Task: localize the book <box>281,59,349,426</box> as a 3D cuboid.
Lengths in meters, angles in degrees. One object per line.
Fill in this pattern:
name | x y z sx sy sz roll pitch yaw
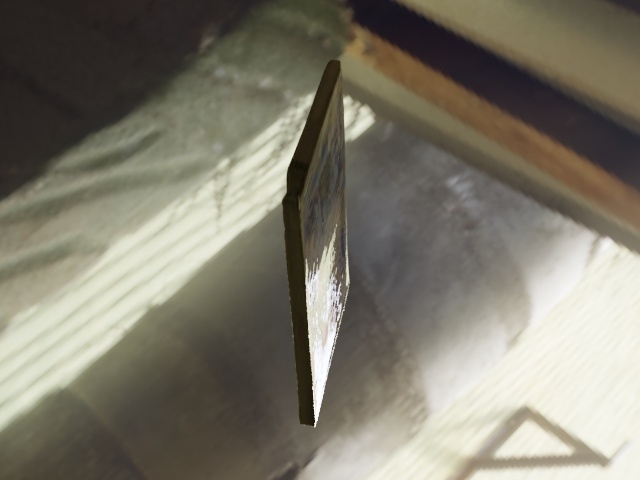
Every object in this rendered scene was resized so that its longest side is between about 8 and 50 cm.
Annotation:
book | 0.000 0.000 0.890 0.013 0.168 0.192 4 -53 9
